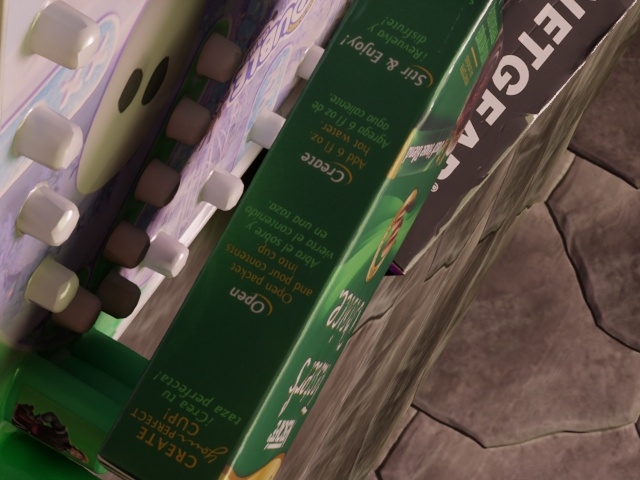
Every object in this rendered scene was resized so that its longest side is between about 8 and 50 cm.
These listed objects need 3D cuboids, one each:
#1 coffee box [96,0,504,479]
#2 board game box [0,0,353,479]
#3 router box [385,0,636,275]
[{"bbox_3d":[0.000,0.000,0.603,0.184,0.040,0.113,-61,172,-3],"label":"coffee box"},{"bbox_3d":[0.020,-0.137,0.589,0.390,0.050,0.390,-55,169,-35],"label":"board game box"},{"bbox_3d":[0.056,-0.063,0.820,0.179,0.046,0.133,-50,-169,-12],"label":"router box"}]
